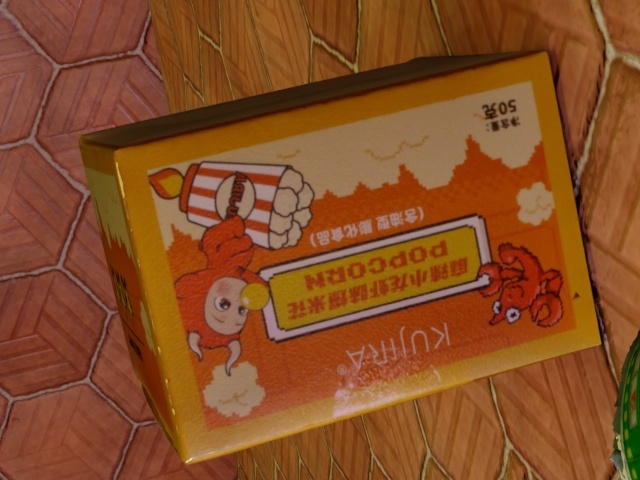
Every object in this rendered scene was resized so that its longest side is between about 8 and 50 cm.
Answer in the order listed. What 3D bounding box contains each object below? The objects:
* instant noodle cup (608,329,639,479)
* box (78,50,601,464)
[{"bbox_3d":[0.192,0.046,0.440,0.233,0.207,0.207,91,163,-77],"label":"instant noodle cup"},{"bbox_3d":[0.000,0.000,0.961,0.259,0.283,0.214,-153,49,-74],"label":"box"}]
